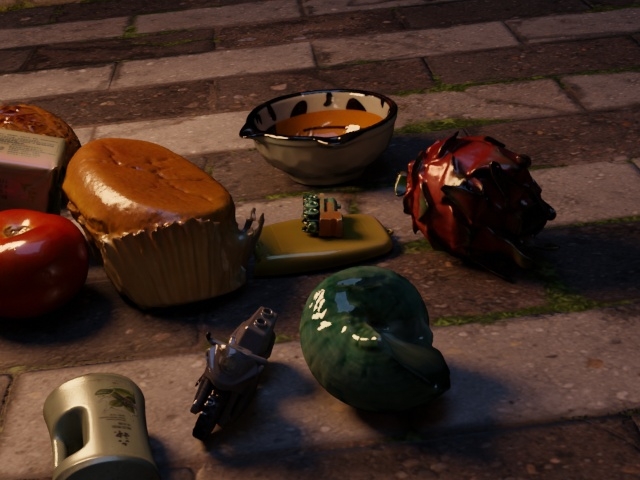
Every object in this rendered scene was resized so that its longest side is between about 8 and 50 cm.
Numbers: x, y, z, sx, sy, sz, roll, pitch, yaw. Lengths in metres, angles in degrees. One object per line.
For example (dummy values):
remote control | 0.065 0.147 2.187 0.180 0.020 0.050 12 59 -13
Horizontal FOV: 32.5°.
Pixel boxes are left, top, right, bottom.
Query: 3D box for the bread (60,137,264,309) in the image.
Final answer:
bread | -0.262 -0.039 1.678 0.236 0.183 0.388 -18 28 -30

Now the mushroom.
mushroom | -0.564 -0.152 2.005 0.253 0.153 0.253 -2 32 1

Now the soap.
soap | -0.516 -0.075 1.753 0.199 0.182 0.138 8 26 -9

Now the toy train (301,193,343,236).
toy train | 0.003 -0.042 1.721 0.064 0.044 0.103 1 26 -2

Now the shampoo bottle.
shampoo bottle | -0.238 0.239 1.201 0.118 0.087 0.234 -8 26 -13

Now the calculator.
calculator | 0.000 0.000 1.715 0.236 0.033 0.157 -9 24 -11

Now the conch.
conch | 0.067 0.123 1.339 0.196 0.134 0.202 42 30 3

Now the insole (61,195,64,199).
insole | -0.558 -0.108 2.086 0.328 0.007 0.111 9 28 28

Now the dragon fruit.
dragon fruit | 0.236 -0.056 1.607 0.274 0.192 0.193 22 27 25

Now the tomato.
tomato | -0.433 0.037 1.607 0.195 0.136 0.195 -3 28 2

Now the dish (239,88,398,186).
dish | 0.005 -0.178 1.983 0.303 0.120 0.303 -5 26 2

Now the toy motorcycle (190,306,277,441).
toy motorcycle | -0.103 0.146 1.331 0.080 0.122 0.215 26 31 4
